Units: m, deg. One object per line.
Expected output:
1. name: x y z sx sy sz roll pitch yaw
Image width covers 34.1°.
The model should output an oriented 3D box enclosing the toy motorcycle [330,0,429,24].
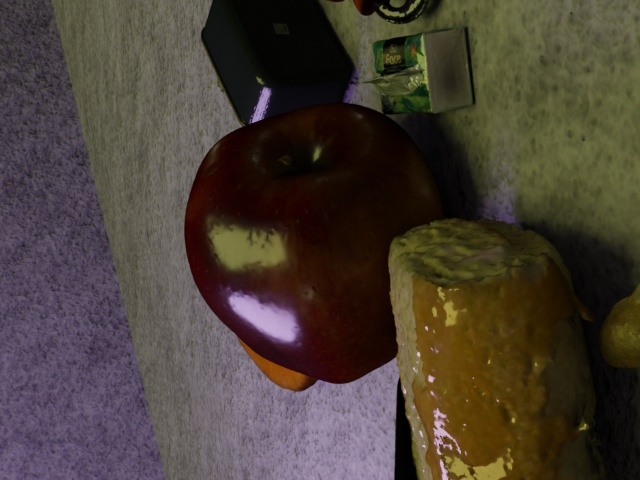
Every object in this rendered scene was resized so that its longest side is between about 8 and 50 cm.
1. toy motorcycle: 0.022 -0.394 1.112 0.221 0.148 0.325 11 115 42

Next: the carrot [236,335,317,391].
1. carrot: -0.070 0.084 1.621 0.258 0.100 0.307 -28 83 64

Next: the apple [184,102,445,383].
1. apple: 0.000 0.000 1.158 0.288 0.288 0.317 52 166 45

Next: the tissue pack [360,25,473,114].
1. tissue pack: 0.097 -0.175 1.102 0.111 0.079 0.085 13 114 64

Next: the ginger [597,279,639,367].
1. ginger: 0.309 0.109 0.775 0.299 0.065 0.118 -148 54 -59

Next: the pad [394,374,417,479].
1. pad: 0.121 0.264 1.113 0.004 0.181 0.267 -1 83 32

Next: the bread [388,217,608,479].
1. bread: 0.169 0.173 0.972 0.236 0.165 0.375 -138 37 -76

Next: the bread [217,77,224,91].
1. bread: -0.084 -0.257 1.471 0.156 0.103 0.110 28 115 55

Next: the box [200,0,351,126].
1. box: -0.057 -0.243 1.345 0.201 0.144 0.090 65 150 29
